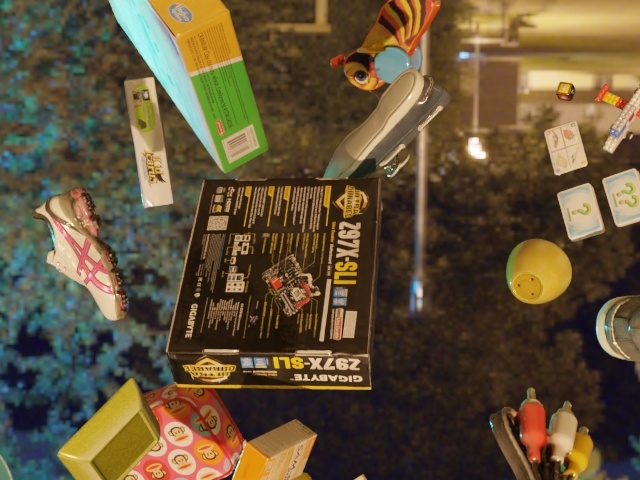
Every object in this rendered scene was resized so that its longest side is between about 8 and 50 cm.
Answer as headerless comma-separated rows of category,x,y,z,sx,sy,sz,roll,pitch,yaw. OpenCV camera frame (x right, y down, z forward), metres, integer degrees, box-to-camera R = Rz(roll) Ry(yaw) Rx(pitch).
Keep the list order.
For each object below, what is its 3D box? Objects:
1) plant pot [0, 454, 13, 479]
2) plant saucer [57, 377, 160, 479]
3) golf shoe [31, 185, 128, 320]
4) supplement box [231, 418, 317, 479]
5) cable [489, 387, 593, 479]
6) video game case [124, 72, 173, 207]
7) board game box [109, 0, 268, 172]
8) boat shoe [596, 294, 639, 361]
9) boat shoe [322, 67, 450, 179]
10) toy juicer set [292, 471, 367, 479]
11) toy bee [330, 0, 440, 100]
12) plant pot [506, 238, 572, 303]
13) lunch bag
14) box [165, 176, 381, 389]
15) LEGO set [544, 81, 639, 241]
plant pot,-0.768,0.514,2.155,0.255,0.272,0.271,-14,178,33
plant saucer,-0.366,0.368,2.049,0.045,0.188,0.188,32,-115,28
golf shoe,-0.317,0.026,1.513,0.086,0.186,0.067,-23,-175,-2
supplement box,-0.053,0.253,1.312,0.036,0.062,0.098,32,-154,26
cable,0.269,0.284,1.336,0.139,0.072,0.287,34,-152,-13
video game case,-0.339,-0.205,2.254,0.061,0.244,0.269,-8,-169,-7
board game box,-0.182,-0.265,1.331,0.064,0.242,0.316,-30,-122,-10
boat shoe,0.514,0.108,1.437,0.319,0.116,0.099,-1,175,-15
boat shoe,0.093,-0.147,1.689,0.079,0.254,0.095,26,-150,-25
toy juicer set,0.009,0.565,2.301,0.329,0.209,0.089,-14,172,7
toy bee,0.104,-0.345,2.145,0.162,0.298,0.195,24,-175,12
plant pot,0.430,0.076,2.295,0.134,0.134,0.095,4,-157,27
lunch bag,-0.315,0.449,2.440,0.293,0.258,0.120,-23,-163,24
box,-0.052,0.049,1.513,0.257,0.079,0.322,1,-134,5
LEGO set,0.410,-0.139,1.607,0.182,0.244,0.060,-18,153,19
